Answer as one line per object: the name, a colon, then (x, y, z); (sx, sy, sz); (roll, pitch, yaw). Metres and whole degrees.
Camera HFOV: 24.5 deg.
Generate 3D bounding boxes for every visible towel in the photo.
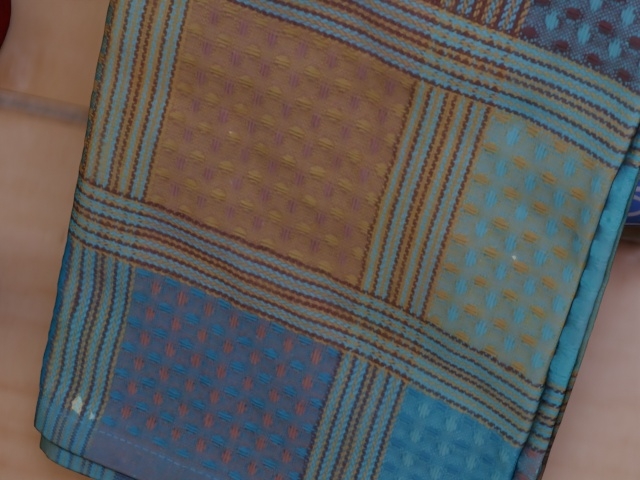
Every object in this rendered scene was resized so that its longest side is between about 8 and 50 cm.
towel: (0.000, 0.000, 0.703); (0.271, 0.040, 0.370); (22, 118, 15)

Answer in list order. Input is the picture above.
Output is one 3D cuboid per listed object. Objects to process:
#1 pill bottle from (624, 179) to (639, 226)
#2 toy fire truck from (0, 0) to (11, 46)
pill bottle: (0.117, -0.068, 0.724); (0.222, 0.124, 0.124); (1, 84, 15)
toy fire truck: (-0.248, -0.075, 0.812); (0.246, 0.158, 0.217); (42, 94, 2)
